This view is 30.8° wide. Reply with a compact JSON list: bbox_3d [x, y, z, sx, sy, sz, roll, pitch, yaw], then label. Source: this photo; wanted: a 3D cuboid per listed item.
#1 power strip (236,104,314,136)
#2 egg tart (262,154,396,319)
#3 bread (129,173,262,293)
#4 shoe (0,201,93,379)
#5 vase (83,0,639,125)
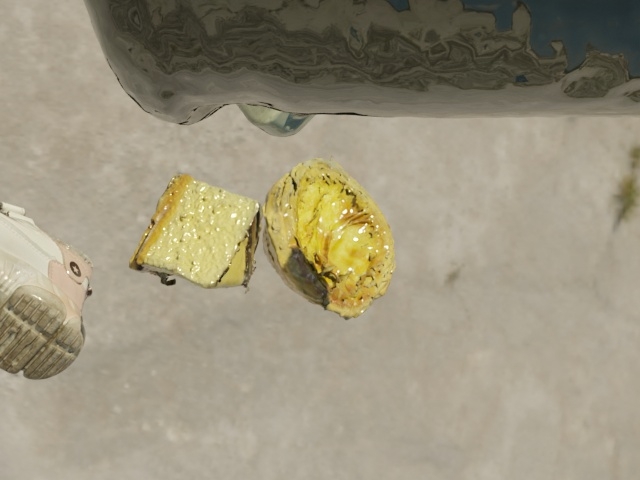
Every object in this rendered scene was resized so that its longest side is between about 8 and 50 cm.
[{"bbox_3d":[-0.053,-0.185,0.784,0.118,0.270,0.046,-45,150,14],"label":"power strip"},{"bbox_3d":[0.000,0.000,1.620,0.232,0.098,0.252,28,48,-28],"label":"egg tart"},{"bbox_3d":[-0.162,-0.006,1.521,0.127,0.147,0.152,15,89,-74],"label":"bread"},{"bbox_3d":[-0.472,0.030,1.623,0.351,0.172,0.198,46,22,-19],"label":"shoe"},{"bbox_3d":[0.070,-0.133,0.401,0.245,0.291,0.245,-3,90,-85],"label":"vase"}]
